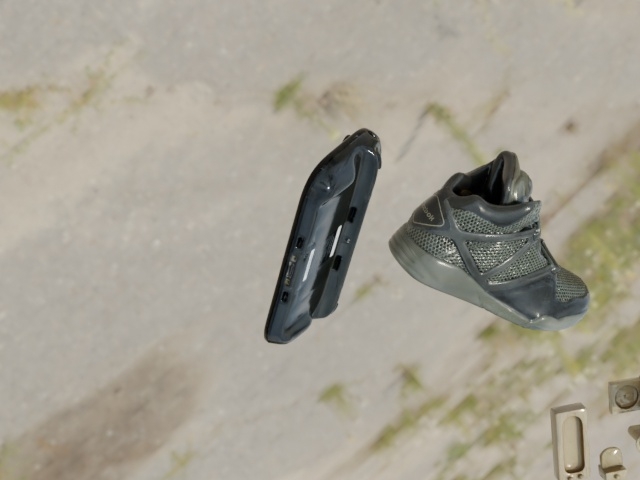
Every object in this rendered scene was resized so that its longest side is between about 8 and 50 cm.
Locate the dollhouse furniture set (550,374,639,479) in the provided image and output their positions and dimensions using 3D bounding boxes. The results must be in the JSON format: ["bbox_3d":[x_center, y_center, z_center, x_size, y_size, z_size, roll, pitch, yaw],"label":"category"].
[{"bbox_3d":[0.432,0.296,2.200,0.151,0.144,0.123,-9,-163,-9],"label":"dollhouse furniture set"}]

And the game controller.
[{"bbox_3d":[0.000,0.000,1.995,0.166,0.067,0.319,-31,147,-43],"label":"game controller"}]

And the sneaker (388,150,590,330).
[{"bbox_3d":[0.184,0.003,1.364,0.227,0.087,0.130,24,116,-30],"label":"sneaker"}]
